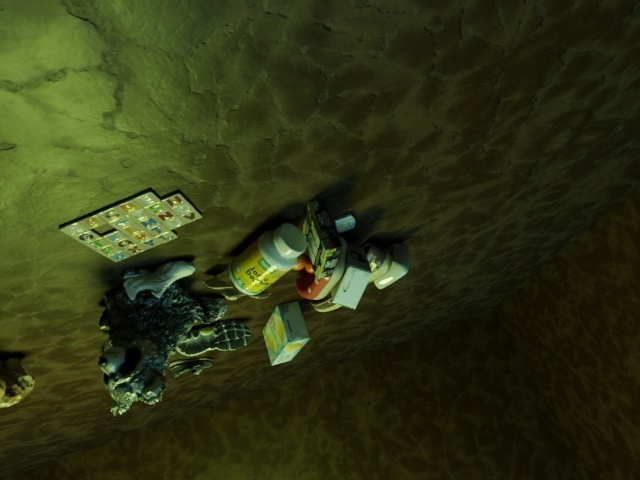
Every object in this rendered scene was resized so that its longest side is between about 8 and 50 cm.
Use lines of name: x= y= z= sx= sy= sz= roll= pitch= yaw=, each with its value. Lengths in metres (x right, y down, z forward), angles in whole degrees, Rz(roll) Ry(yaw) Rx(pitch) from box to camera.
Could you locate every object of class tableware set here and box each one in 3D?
tableware set: x=-0.230 y=0.128 z=1.348 sx=0.141 sy=0.168 sz=0.020 roll=-5 pitch=113 yaw=-44

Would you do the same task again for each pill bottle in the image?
pill bottle: x=-0.133 y=0.046 z=1.263 sx=0.117 sy=0.118 sz=0.208 roll=7 pitch=144 yaw=-47

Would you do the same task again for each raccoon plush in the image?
raccoon plush: x=-0.386 y=0.282 z=1.315 sx=0.446 sy=0.299 sz=0.216 roll=5 pitch=150 yaw=-45

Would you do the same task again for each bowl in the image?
bowl: x=0.223 y=0.074 z=1.617 sx=0.053 sy=0.142 sz=0.142 roll=38 pitch=125 yaw=-23

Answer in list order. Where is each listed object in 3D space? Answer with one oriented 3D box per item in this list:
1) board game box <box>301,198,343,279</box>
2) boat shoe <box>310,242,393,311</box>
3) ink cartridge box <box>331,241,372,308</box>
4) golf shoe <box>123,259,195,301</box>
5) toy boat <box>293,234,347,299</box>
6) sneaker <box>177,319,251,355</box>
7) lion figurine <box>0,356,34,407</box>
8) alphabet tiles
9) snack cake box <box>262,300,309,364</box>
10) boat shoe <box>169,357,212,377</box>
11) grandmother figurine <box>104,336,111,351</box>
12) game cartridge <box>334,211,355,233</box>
board game box: x=0.000 y=0.000 z=1.245 sx=0.048 sy=0.141 sz=0.170 roll=-12 pitch=155 yaw=-15
boat shoe: x=0.073 y=0.115 z=1.604 sx=0.123 sy=0.123 sz=0.342 roll=30 pitch=129 yaw=-34
ink cartridge box: x=0.084 y=0.100 z=1.431 sx=0.072 sy=0.175 sz=0.128 roll=20 pitch=110 yaw=-11
golf shoe: x=-0.393 y=0.104 z=1.216 sx=0.176 sy=0.086 sz=0.069 roll=-14 pitch=154 yaw=-19
toy boat: x=-0.026 y=0.071 z=1.418 sx=0.151 sy=0.151 sz=0.231 roll=19 pitch=143 yaw=-11
sneaker: x=-0.385 y=0.345 z=1.750 sx=0.275 sy=0.107 sz=0.110 roll=-2 pitch=170 yaw=-27
lion figurine: x=-0.858 y=0.371 z=1.230 sx=0.240 sy=0.142 sz=0.392 roll=19 pitch=165 yaw=-26
alphabet tiles: x=-0.381 y=-0.031 z=1.035 sx=0.237 sy=0.009 sz=0.198 roll=-22 pitch=156 yaw=2
snack cake box: x=-0.138 y=0.358 z=1.877 sx=0.089 sy=0.152 sz=0.264 roll=-9 pitch=153 yaw=-25
boat shoe: x=-0.528 y=0.529 z=2.025 sx=0.075 sy=0.065 sz=0.206 roll=-35 pitch=153 yaw=29
grandmother figurine: x=-0.607 y=0.371 z=1.592 sx=0.207 sy=0.104 sz=0.342 roll=-25 pitch=160 yaw=-12
game cartridge: x=0.068 y=-0.048 z=1.355 sx=0.055 sy=0.017 sz=0.083 roll=-24 pitch=156 yaw=-3
